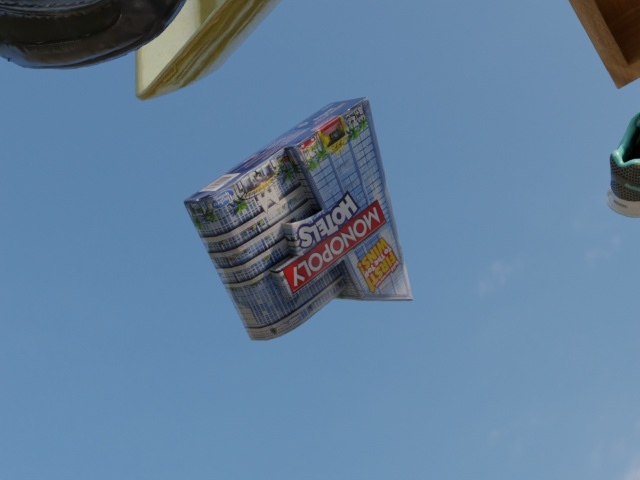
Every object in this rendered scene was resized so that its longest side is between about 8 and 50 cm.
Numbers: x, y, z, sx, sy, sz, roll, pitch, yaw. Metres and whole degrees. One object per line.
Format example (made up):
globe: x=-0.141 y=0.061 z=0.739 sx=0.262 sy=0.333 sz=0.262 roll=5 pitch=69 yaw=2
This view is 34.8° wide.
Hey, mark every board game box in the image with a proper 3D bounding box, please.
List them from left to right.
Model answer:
board game box: x=0.000 y=0.000 z=0.933 sx=0.060 sy=0.194 sz=0.194 roll=-1 pitch=-59 yaw=51

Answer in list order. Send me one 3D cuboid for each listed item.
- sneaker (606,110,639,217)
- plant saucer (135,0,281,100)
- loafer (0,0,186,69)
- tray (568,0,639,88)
sneaker: x=0.313 y=-0.100 z=0.914 sx=0.166 sy=0.065 sz=0.076 roll=-52 pitch=-38 yaw=-14
plant saucer: x=-0.087 y=-0.353 z=1.121 sx=0.081 sy=0.333 sz=0.333 roll=20 pitch=-43 yaw=-34
loafer: x=-0.147 y=-0.125 z=0.437 sx=0.223 sy=0.076 sz=0.078 roll=17 pitch=-17 yaw=35
tray: x=0.171 y=-0.296 z=0.573 sx=0.202 sy=0.076 sz=0.411 roll=-29 pitch=-54 yaw=18
